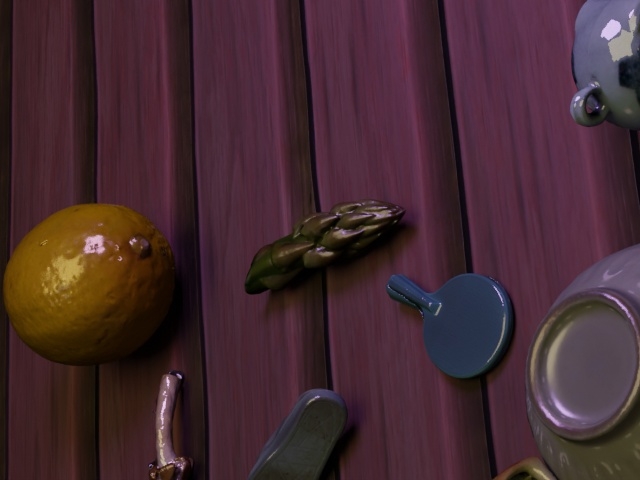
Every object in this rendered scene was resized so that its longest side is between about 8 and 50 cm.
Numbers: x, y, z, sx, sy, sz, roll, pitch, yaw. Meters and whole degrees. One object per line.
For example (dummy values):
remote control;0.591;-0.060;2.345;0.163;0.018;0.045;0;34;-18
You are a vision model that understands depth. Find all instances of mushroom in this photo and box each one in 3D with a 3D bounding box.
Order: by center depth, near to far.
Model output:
mushroom;-0.204;0.260;2.174;0.061;0.060;0.187;-19;59;33

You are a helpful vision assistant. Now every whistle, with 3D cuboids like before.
whistle;0.361;-0.213;1.654;0.290;0.163;0.163;-41;35;-21

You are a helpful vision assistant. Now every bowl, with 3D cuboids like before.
bowl;0.307;0.136;1.561;0.337;0.157;0.337;-21;61;44

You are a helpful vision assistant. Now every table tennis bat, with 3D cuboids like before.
table tennis bat;0.148;0.086;1.855;0.201;0.033;0.124;29;97;47

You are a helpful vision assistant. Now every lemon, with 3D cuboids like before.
lemon;-0.329;0.063;2.252;0.263;0.236;0.236;-2;76;55

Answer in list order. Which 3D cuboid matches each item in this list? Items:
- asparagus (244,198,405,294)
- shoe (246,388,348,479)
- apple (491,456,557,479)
asparagus;0.000;0.000;2.020;0.287;0.080;0.080;-21;62;42
shoe;-0.025;0.255;1.974;0.195;0.079;0.078;-60;6;27
apple;0.220;0.366;1.579;0.265;0.120;0.193;53;139;28
